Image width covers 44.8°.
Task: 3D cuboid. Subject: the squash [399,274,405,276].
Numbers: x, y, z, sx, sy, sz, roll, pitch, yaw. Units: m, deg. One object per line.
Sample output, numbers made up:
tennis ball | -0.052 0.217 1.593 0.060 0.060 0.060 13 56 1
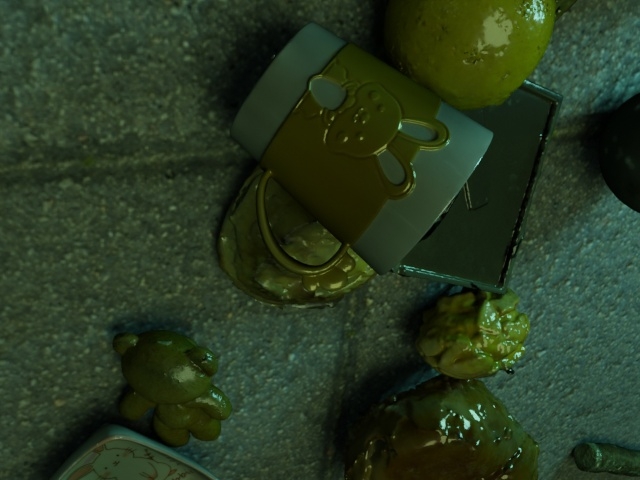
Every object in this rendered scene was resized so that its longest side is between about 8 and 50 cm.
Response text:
squash | 0.146 -0.036 0.993 0.052 0.052 0.183 33 88 -37

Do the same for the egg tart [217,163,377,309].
egg tart | 0.000 0.000 0.922 0.232 0.098 0.252 -40 132 2

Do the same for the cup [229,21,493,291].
cup | 0.022 -0.075 0.781 0.226 0.185 0.241 38 78 -2

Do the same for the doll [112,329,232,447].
doll | -0.175 0.179 0.945 0.137 0.097 0.209 5 137 4

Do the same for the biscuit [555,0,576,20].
biscuit | 0.283 -0.343 0.865 0.139 0.016 0.231 -44 151 3

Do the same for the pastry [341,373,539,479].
pastry | 0.173 0.314 1.140 0.255 0.162 0.311 -35 124 12

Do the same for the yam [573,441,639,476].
yam | 0.591 0.428 1.500 0.274 0.061 0.061 17 108 -35

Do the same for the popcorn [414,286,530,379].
popcorn | 0.213 0.128 1.080 0.167 0.152 0.148 -6 152 -51

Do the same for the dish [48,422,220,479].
dish | -0.239 0.308 0.977 0.151 0.077 0.212 -45 128 4

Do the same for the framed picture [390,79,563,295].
framed picture | 0.200 -0.077 0.977 0.209 0.019 0.281 14 94 -34

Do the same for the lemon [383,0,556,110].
lemon | 0.153 -0.226 0.822 0.174 0.173 0.206 11 133 -32

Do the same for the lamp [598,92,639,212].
lamp | 0.529 -0.147 1.061 0.314 0.182 0.181 -26 126 -15
